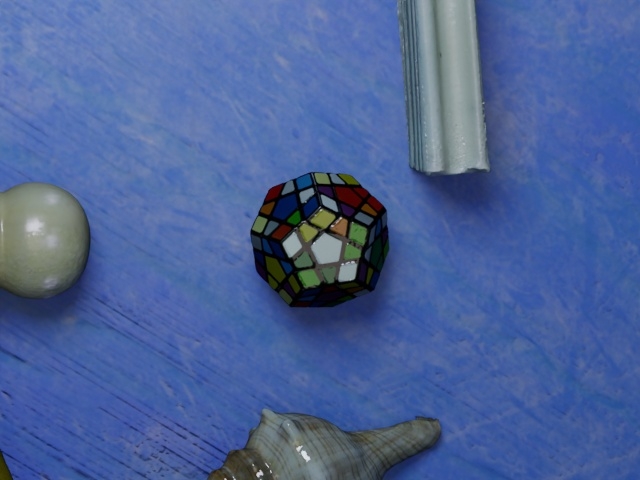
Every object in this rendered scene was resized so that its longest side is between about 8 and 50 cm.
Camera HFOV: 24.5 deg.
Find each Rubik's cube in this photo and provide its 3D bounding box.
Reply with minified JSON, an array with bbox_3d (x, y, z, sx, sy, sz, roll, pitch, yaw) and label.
[{"bbox_3d":[0.000,0.000,1.356,0.133,0.133,0.112,-48,127,2],"label":"Rubik's cube"}]

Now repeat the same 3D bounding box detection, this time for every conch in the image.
[{"bbox_3d":[-0.004,0.233,1.394,0.234,0.114,0.137,12,110,-14],"label":"conch"}]

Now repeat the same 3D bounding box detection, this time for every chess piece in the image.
[{"bbox_3d":[-0.333,0.000,1.317,0.251,0.144,0.144,1,98,-13],"label":"chess piece"}]

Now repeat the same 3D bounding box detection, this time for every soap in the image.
[{"bbox_3d":[0.110,-0.160,1.343,0.063,0.114,0.198,-6,100,-5],"label":"soap"}]

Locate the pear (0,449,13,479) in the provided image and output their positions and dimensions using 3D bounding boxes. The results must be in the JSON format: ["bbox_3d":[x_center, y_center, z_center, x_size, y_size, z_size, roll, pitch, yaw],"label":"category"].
[{"bbox_3d":[-0.437,0.245,1.270,0.375,0.287,0.287,13,97,14],"label":"pear"}]
